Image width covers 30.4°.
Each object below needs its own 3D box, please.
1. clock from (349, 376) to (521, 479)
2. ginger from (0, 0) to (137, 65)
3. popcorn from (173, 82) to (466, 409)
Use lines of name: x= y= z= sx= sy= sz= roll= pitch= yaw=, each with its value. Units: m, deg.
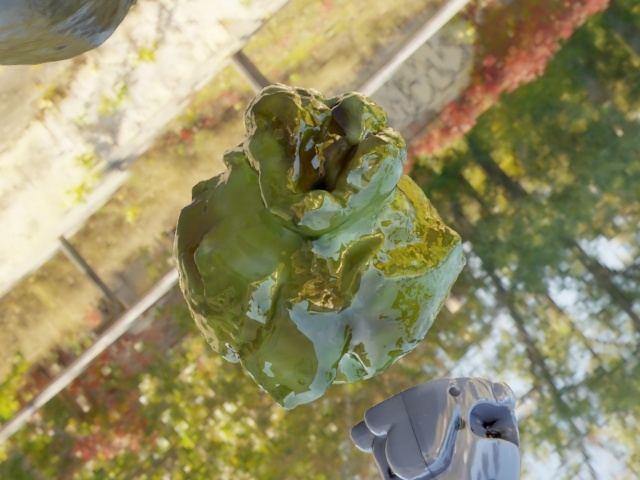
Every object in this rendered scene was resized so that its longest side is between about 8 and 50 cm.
clock: x=0.149 y=0.293 z=1.238 sx=0.189 sy=0.254 sz=0.189 roll=-9 pitch=151 yaw=-5
ginger: x=-0.244 y=-0.226 z=0.812 sx=0.200 sy=0.269 sz=0.223 roll=-28 pitch=-156 yaw=19
popcorn: x=0.002 y=-0.002 z=1.071 sx=0.276 sy=0.276 sz=0.225 roll=-42 pitch=-163 yaw=17
